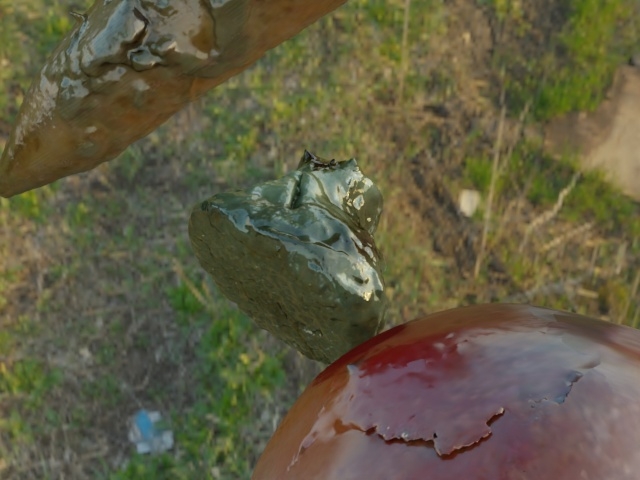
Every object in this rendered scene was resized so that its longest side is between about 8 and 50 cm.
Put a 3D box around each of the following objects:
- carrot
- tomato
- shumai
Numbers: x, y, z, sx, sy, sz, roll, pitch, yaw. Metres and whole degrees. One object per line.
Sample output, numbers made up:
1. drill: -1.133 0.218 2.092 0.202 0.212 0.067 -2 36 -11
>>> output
1. carrot: -0.072 -0.108 0.677 0.263 0.102 0.102 -39 49 12
2. tomato: 0.071 0.116 0.498 0.208 0.184 0.208 -4 10 1
3. shumai: 0.000 0.001 0.675 0.124 0.099 0.087 29 60 32
